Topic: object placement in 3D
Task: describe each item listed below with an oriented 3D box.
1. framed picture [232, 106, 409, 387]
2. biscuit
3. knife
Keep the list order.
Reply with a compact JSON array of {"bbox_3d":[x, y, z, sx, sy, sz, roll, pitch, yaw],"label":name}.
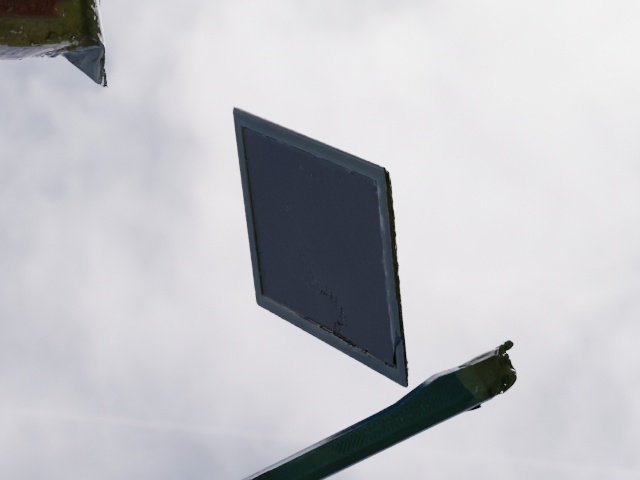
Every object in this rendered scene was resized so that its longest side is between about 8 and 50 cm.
[{"bbox_3d":[0.000,0.000,1.570,0.016,0.273,0.216,-18,-65,-28],"label":"framed picture"},{"bbox_3d":[-0.289,-0.222,1.369,0.309,0.079,0.186,-4,-91,-48],"label":"biscuit"},{"bbox_3d":[0.049,0.161,1.429,0.296,0.026,0.044,-23,-108,-18],"label":"knife"}]
